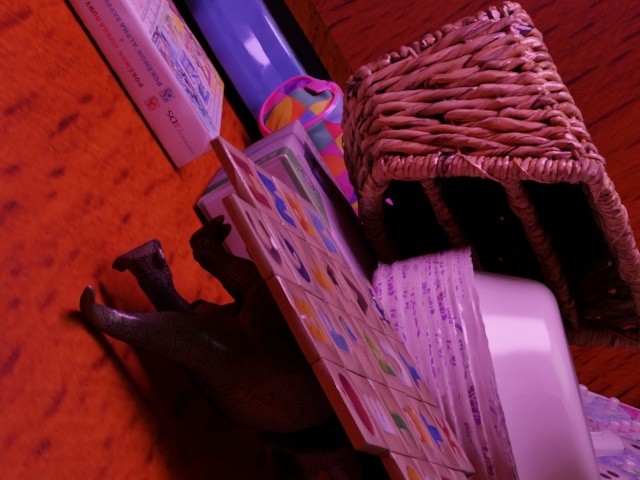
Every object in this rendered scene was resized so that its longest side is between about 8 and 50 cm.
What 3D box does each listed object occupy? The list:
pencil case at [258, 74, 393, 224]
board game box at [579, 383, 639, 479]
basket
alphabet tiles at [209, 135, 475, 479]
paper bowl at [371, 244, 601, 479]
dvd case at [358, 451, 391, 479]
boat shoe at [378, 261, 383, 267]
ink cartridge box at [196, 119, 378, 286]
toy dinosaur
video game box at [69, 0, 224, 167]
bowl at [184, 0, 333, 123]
[{"bbox_3d":[0.024,-0.071,1.885,0.236,0.104,0.104,54,10,-41],"label":"pencil case"},{"bbox_3d":[0.282,0.200,1.992,0.390,0.050,0.390,20,13,-2],"label":"board game box"},{"bbox_3d":[0.149,-0.017,1.557,0.299,0.213,0.223,60,8,-53],"label":"basket"},{"bbox_3d":[0.029,0.074,1.170,0.285,0.011,0.342,62,9,16],"label":"alphabet tiles"},{"bbox_3d":[0.144,0.143,1.461,0.284,0.148,0.284,-14,90,-82],"label":"paper bowl"},{"bbox_3d":[0.094,0.280,1.510,0.180,0.022,0.253,55,10,-28],"label":"dvd case"},{"bbox_3d":[0.056,0.064,1.805,0.228,0.081,0.068,58,12,3],"label":"boat shoe"},{"bbox_3d":[-0.023,-0.009,1.551,0.154,0.093,0.212,59,7,-8],"label":"ink cartridge box"},{"bbox_3d":[-0.040,0.068,1.110,0.160,0.121,0.313,49,-1,25],"label":"toy dinosaur"},{"bbox_3d":[-0.150,-0.176,1.523,0.187,0.048,0.205,56,10,-17],"label":"video game box"},{"bbox_3d":[-0.054,-0.213,2.065,0.391,0.077,0.391,58,7,-11],"label":"bowl"}]
